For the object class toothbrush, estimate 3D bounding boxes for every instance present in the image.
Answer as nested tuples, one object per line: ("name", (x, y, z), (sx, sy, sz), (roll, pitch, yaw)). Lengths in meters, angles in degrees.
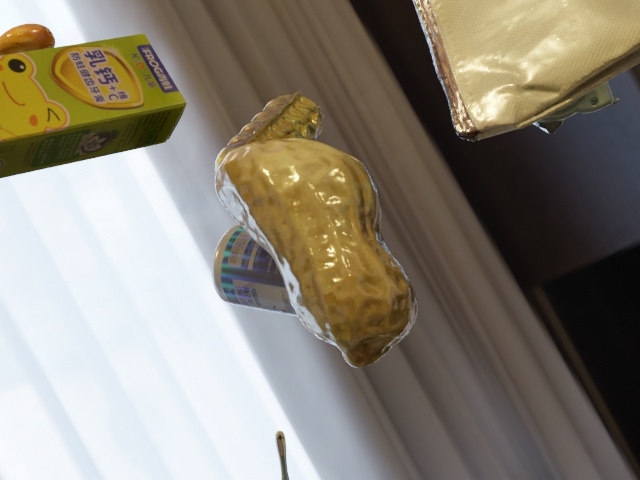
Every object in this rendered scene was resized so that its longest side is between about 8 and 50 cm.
("toothbrush", (-0.037, 0.287, 1.445), (0.014, 0.162, 0.017), (-12, 25, -14))

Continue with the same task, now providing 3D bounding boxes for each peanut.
("peanut", (0.003, -0.009, 1.393), (0.143, 0.291, 0.159), (-3, -39, -51))

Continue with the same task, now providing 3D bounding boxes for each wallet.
("wallet", (0.205, -0.260, 1.269), (0.275, 0.335, 0.068), (-24, -35, 12))

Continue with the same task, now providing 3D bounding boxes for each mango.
("mango", (-0.426, -0.282, 1.832), (0.089, 0.046, 0.060), (-19, -33, -17))

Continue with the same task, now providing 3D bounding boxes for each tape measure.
("tape measure", (0.280, -0.307, 1.720), (0.164, 0.330, 0.084), (-29, 16, -7))

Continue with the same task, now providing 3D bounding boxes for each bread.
("bread", (-0.078, -0.144, 1.938), (0.087, 0.098, 0.269), (-58, -2, 33))

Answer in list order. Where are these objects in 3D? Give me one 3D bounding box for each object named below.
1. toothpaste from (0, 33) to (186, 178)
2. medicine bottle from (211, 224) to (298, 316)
("toothpaste", (-0.310, -0.140, 1.378), (0.327, 0.110, 0.077), (-17, -25, -37))
("medicine bottle", (-0.033, 0.042, 1.618), (0.191, 0.107, 0.107), (9, 20, 28))
